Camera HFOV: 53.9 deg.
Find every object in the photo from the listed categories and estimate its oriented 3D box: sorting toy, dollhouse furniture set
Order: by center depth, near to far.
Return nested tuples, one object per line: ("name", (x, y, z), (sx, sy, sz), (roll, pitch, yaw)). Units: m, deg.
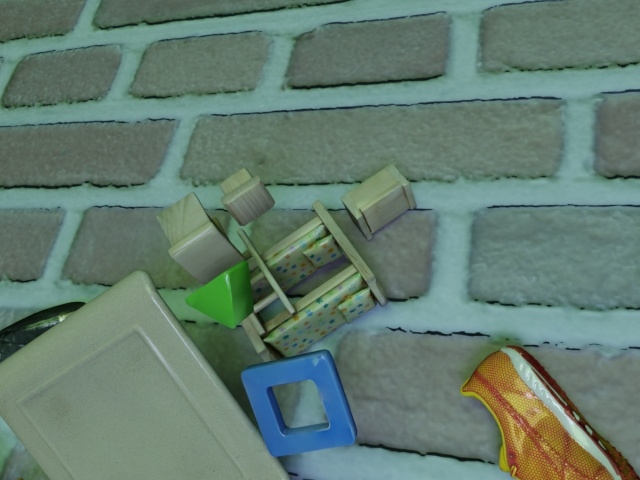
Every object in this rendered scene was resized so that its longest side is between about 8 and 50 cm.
("sorting toy", (-0.135, 0.140, 0.470), (0.348, 0.047, 0.196), (-31, 93, 21))
("dollhouse furniture set", (0.000, 0.000, 0.490), (0.182, 0.161, 0.101), (-35, 57, -1))

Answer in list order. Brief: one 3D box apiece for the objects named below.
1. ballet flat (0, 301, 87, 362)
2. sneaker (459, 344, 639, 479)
("ballet flat", (-0.296, 0.107, 0.610), (0.173, 0.057, 0.049), (-27, 98, 4))
("sneaker", (0.163, 0.153, 0.421), (0.067, 0.064, 0.175), (-46, 51, 14))
